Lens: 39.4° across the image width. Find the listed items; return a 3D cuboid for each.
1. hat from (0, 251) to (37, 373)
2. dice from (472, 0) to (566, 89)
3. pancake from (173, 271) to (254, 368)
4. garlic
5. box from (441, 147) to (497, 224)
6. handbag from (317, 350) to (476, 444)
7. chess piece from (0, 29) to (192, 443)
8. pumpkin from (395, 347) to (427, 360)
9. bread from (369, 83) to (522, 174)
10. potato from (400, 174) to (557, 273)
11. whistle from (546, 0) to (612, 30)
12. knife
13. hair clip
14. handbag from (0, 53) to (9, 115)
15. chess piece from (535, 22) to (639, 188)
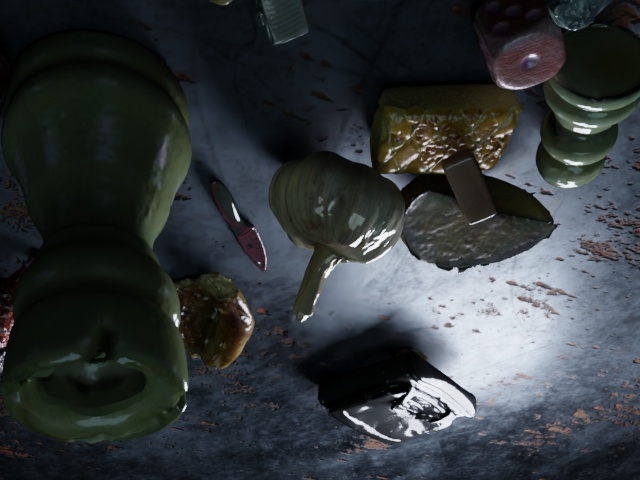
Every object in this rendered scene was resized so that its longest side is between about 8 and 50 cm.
[{"bbox_3d":[-0.488,0.097,1.352,0.140,0.129,0.227,32,109,-21],"label":"hat"},{"bbox_3d":[0.243,-0.248,1.095,0.094,0.091,0.093,-18,142,10],"label":"dice"},{"bbox_3d":[-0.228,0.140,1.489,0.244,0.057,0.266,6,140,-20],"label":"pancake"},{"bbox_3d":[0.000,0.000,1.224,0.199,0.226,0.199,22,171,4],"label":"garlic"},{"bbox_3d":[0.205,-0.074,1.230,0.048,0.025,0.115,-23,128,12],"label":"box"},{"bbox_3d":[0.154,0.318,1.770,0.244,0.088,0.275,-22,140,26],"label":"handbag"},{"bbox_3d":[-0.243,-0.007,0.989,0.234,0.442,0.234,-8,141,-6],"label":"chess piece"},{"bbox_3d":[0.177,0.240,1.745,0.050,0.028,0.083,-27,135,22],"label":"pumpkin"},{"bbox_3d":[0.164,-0.149,1.217,0.188,0.068,0.125,-3,141,-11],"label":"bread"},{"bbox_3d":[0.214,-0.029,1.346,0.243,0.098,0.138,13,127,-19],"label":"potato"},{"bbox_3d":[0.358,-0.314,0.998,0.223,0.123,0.123,-37,138,7],"label":"whistle"},{"bbox_3d":[-0.118,-0.021,1.352,0.035,0.018,0.247,-19,144,5],"label":"knife"},{"bbox_3d":[-0.060,-0.307,0.943,0.159,0.071,0.218,-34,143,-22],"label":"hair clip"},{"bbox_3d":[-0.480,-0.162,1.018,0.216,0.074,0.203,19,136,-22],"label":"handbag"},{"bbox_3d":[0.357,-0.160,1.217,0.133,0.133,0.243,-10,147,-3],"label":"chess piece"}]
